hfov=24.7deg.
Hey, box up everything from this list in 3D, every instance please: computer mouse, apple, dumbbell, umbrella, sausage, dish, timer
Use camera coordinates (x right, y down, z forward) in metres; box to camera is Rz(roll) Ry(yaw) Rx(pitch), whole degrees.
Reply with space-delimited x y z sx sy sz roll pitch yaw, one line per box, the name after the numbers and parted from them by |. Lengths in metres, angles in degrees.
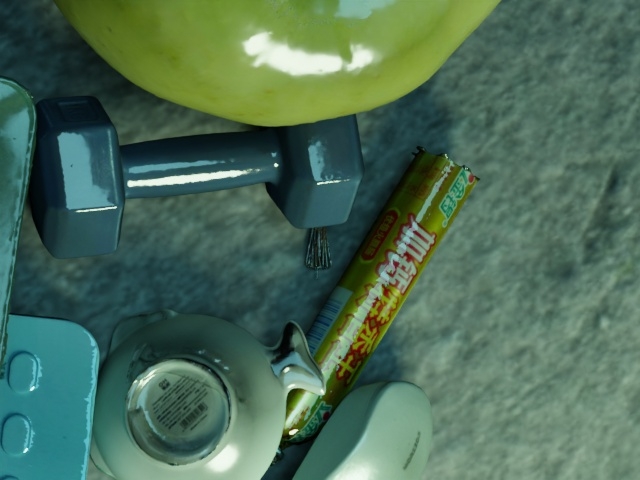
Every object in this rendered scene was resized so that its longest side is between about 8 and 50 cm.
0.039 0.246 1.486 0.128 0.079 0.231 38 80 -44 | computer mouse
-0.046 -0.328 1.315 0.474 0.473 0.473 1 87 -17 | apple
-0.123 -0.075 1.441 0.325 0.160 0.144 -8 59 -19 | dumbbell
-0.001 0.000 1.540 0.031 0.020 0.083 2 81 -18 | umbrella
0.039 0.072 1.518 0.082 0.082 0.371 34 79 -13 | sausage
-0.120 0.161 1.428 0.246 0.078 0.224 -26 82 0 | dish
-0.345 0.179 1.389 0.250 0.091 0.231 5 86 -11 | timer

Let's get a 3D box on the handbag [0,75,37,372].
-0.393 -0.003 1.302 0.238 0.089 0.326 13 79 -28 | handbag
